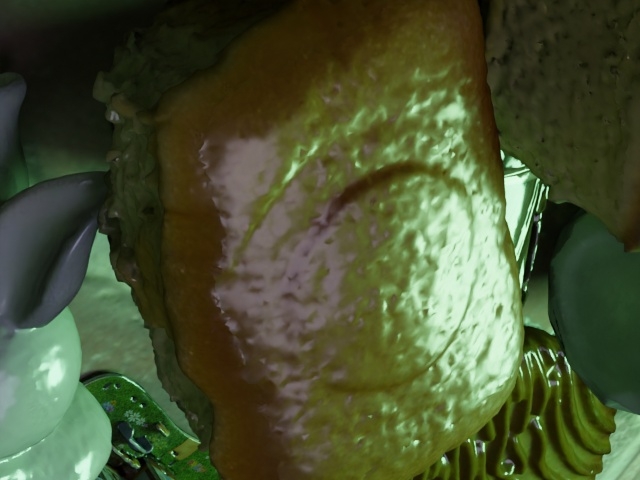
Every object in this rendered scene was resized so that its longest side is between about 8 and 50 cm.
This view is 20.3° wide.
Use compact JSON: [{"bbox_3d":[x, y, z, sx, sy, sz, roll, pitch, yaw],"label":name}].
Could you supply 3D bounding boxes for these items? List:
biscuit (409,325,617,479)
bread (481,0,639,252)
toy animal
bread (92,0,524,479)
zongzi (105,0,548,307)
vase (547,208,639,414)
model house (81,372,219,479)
[{"bbox_3d":[0.071,0.187,1.227,0.318,0.040,0.318,-22,139,-21],"label":"biscuit"},{"bbox_3d":[0.213,-0.204,0.791,0.323,0.143,0.333,-36,145,-39],"label":"bread"},{"bbox_3d":[-0.164,0.038,0.843,0.130,0.104,0.221,-19,137,-21],"label":"toy animal"},{"bbox_3d":[0.000,0.000,0.767,0.174,0.121,0.245,-22,122,-20],"label":"bread"},{"bbox_3d":[0.029,-0.093,0.889,0.247,0.111,0.241,12,102,-37],"label":"zongzi"},{"bbox_3d":[0.313,0.014,1.168,0.360,0.165,0.165,-10,134,-38],"label":"vase"},{"bbox_3d":[-0.105,0.165,1.025,0.117,0.088,0.167,-39,141,2],"label":"model house"}]
